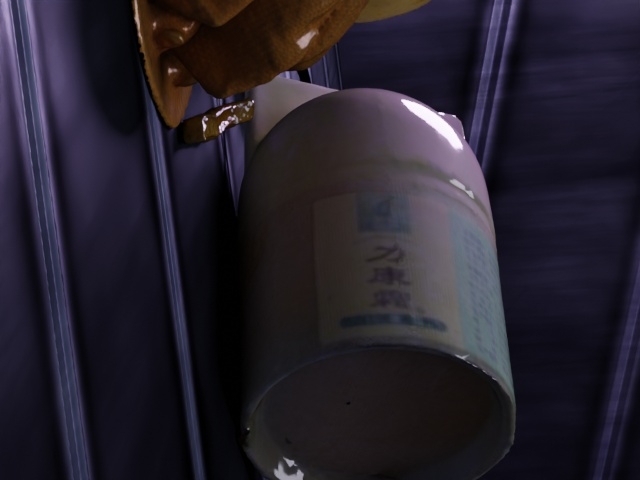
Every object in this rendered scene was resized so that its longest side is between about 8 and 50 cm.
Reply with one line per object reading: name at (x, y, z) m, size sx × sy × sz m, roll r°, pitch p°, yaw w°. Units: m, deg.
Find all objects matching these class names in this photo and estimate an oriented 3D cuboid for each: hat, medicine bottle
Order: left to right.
hat at (-0.011, -0.203, 1.425) m, size 0.244 × 0.233 × 0.233 m, roll 71°, pitch 14°, yaw -64°
medicine bottle at (0.041, 0.011, 1.707) m, size 0.236 × 0.235 × 0.406 m, roll 78°, pitch 7°, yaw -48°

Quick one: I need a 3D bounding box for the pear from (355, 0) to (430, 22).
pear at (0.027, -0.356, 1.800) m, size 0.309 × 0.309 × 0.309 m, roll -7°, pitch 90°, yaw -85°

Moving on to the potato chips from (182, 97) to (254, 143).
potato chips at (-0.088, -0.095, 1.555) m, size 0.204 × 0.037 × 0.026 m, roll -41°, pitch 113°, yaw -78°

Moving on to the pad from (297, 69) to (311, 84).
pad at (-0.068, -0.248, 2.109) m, size 0.315 × 0.063 × 0.375 m, roll 74°, pitch 0°, yaw -57°
